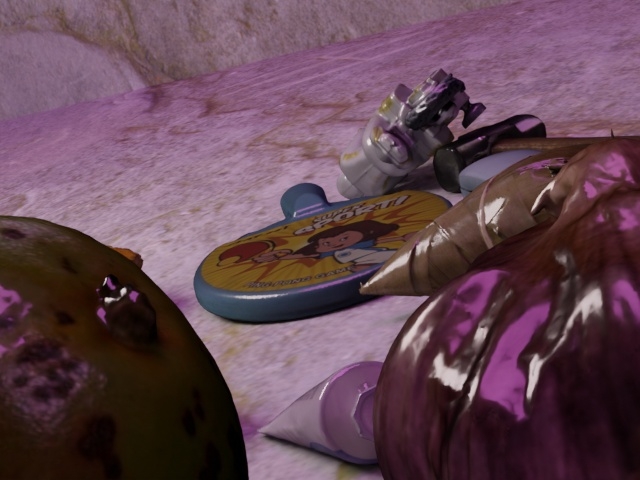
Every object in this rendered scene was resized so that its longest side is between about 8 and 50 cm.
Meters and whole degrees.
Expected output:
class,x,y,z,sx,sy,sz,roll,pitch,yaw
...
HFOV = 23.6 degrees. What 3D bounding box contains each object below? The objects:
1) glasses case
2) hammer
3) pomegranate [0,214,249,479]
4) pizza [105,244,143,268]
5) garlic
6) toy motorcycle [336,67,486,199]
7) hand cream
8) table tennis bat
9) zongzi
class,x,y,z,sx,sy,sz,roll,pitch,yaw
glasses case,0.163,-0.043,1.211,0.067,0.045,0.178,-19,13,-10
hammer,0.253,-0.073,1.264,0.111,0.043,0.365,-23,17,-35
pomegranate,-0.145,0.107,0.655,0.263,0.211,0.211,-48,-6,32
pizza,-0.208,0.060,1.202,0.134,0.056,0.271,-16,11,9
garlic,0.130,0.041,0.624,0.244,0.161,0.245,-15,14,4
toy motorcycle,0.073,-0.096,1.429,0.151,0.074,0.229,-44,4,0
hand cream,0.017,0.093,0.827,0.084,0.053,0.142,-18,-3,-13
table tennis bat,0.000,0.000,1.250,0.215,0.044,0.329,-17,14,-1
zongzi,0.133,-0.012,1.071,0.178,0.081,0.189,-21,3,27
